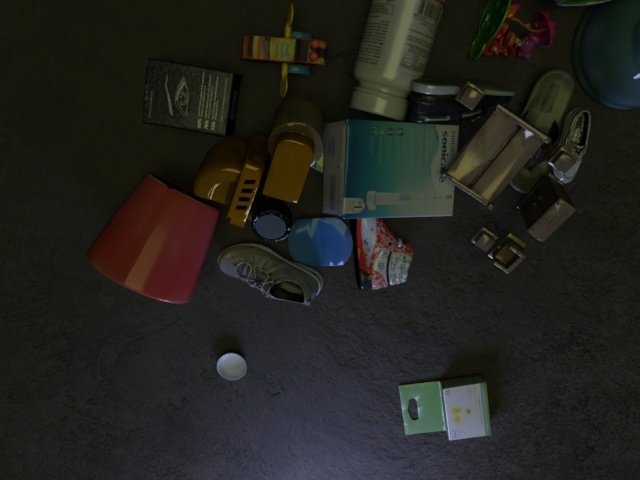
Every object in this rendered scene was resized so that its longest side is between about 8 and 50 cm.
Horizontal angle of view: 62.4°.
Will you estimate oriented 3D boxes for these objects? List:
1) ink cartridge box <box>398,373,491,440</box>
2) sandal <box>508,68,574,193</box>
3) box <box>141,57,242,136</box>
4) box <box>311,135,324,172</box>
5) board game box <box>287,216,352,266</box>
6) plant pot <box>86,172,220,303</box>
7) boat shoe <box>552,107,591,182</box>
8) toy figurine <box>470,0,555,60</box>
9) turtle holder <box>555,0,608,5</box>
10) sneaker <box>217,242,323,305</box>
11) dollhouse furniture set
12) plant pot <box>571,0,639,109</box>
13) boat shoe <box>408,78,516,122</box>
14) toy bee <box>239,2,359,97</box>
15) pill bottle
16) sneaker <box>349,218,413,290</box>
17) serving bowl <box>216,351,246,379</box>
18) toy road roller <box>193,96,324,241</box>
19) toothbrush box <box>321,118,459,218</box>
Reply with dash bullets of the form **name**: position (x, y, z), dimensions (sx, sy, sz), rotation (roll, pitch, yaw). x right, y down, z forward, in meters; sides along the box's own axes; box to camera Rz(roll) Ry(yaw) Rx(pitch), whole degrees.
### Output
- **ink cartridge box**: position (0.351, 0.477, 1.489), dimensions (0.235, 0.056, 0.171), rotation (-9, 105, 2)
- **sandal**: position (0.524, -0.258, 1.274), dimensions (0.120, 0.086, 0.302), rotation (11, 111, 0)
- **box**: position (-0.307, -0.341, 1.266), dimensions (0.207, 0.108, 0.153), rotation (11, 105, -1)
- **box**: position (-0.001, -0.234, 1.321), dimensions (0.178, 0.042, 0.109), rotation (27, 104, -4)
- **board game box**: position (0.000, 0.000, 1.381), dimensions (0.169, 0.033, 0.133), rotation (-4, 109, 6)
- **plant pot**: position (-0.384, -0.015, 1.287), dimensions (0.275, 0.275, 0.243), rotation (29, 92, -6)
- **boat shoe**: position (0.622, -0.230, 1.295), dimensions (0.066, 0.063, 0.184), rotation (12, 104, -2)
- **toy figurine**: position (0.458, -0.476, 1.223), dimensions (0.159, 0.130, 0.173), rotation (14, 126, -12)
- **turtle holder**: position (0.540, -0.618, 1.090), dimensions (0.320, 0.243, 0.227), rotation (-12, 105, -28)
- **sneaker**: position (-0.135, 0.087, 1.354), dimensions (0.282, 0.115, 0.105), rotation (15, 117, 5)
- **dollhouse furniture set**: position (0.390, -0.153, 1.235), dimensions (0.356, 0.174, 0.303), rotation (34, 118, -3)
- **plant pot**: position (0.745, -0.439, 1.171), dimensions (0.293, 0.196, 0.292), rotation (0, 105, 2)
- **boat shoe**: position (0.324, -0.320, 1.220), dimensions (0.303, 0.114, 0.091), rotation (-6, 120, -27)
- **toy bee**: position (-0.047, -0.442, 1.208), dimensions (0.299, 0.162, 0.195), rotation (-15, 102, 5)
- **pill bottle**: position (0.167, -0.427, 1.206), dimensions (0.161, 0.160, 0.283), rotation (15, 104, -2)
- **sneaker**: position (0.157, -0.010, 1.355), dimensions (0.145, 0.090, 0.269), rotation (-7, 99, -7)
- **serving bowl**: position (-0.247, 0.348, 1.483), dimensions (0.083, 0.027, 0.083), rotation (0, 105, 2)
- **toy road roller**: position (-0.146, -0.175, 1.203), dimensions (0.241, 0.202, 0.329), rotation (17, 127, -11)
- **toothbrush box**: position (0.162, -0.165, 1.230), dimensions (0.296, 0.126, 0.216), rotation (-3, 101, -22)
